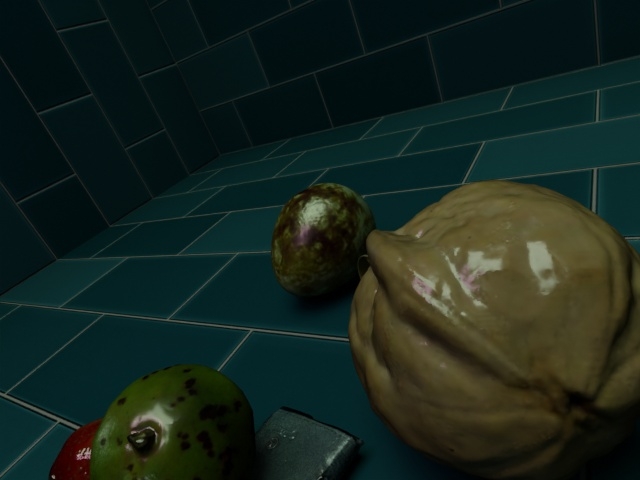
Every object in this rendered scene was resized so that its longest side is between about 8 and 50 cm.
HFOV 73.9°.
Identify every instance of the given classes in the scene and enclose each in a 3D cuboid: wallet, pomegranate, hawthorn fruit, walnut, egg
[{"bbox_3d":[-0.116,0.386,0.550,0.190,0.046,0.379,0,34,44],"label":"wallet"},{"bbox_3d":[-0.182,0.281,0.581,0.210,0.263,0.211,-3,66,7],"label":"pomegranate"},{"bbox_3d":[-0.340,0.359,0.658,0.193,0.157,0.157,-18,25,-3],"label":"hawthorn fruit"},{"bbox_3d":[0.202,0.100,0.538,0.381,0.381,0.381,-18,25,9],"label":"walnut"},{"bbox_3d":[0.000,0.000,1.004,0.289,0.238,0.238,-49,33,-21],"label":"egg"}]

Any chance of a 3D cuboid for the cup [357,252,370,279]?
[{"bbox_3d":[0.187,0.070,0.864,0.155,0.131,0.176,-28,55,-20],"label":"cup"}]
